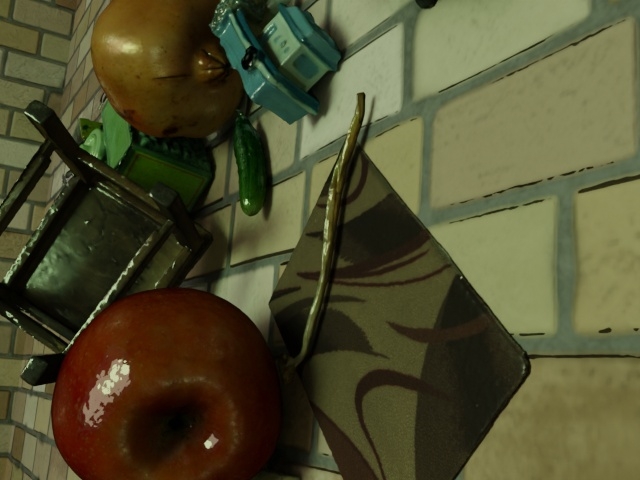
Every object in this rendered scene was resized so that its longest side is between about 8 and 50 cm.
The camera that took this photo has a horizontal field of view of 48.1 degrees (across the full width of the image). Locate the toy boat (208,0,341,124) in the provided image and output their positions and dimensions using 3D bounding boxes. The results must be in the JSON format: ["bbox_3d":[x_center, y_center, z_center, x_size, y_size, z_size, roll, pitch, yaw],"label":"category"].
[{"bbox_3d":[-0.052,-0.233,0.791,0.098,0.109,0.238,-43,44,18],"label":"toy boat"}]

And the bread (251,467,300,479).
[{"bbox_3d":[-0.067,0.262,0.718,0.154,0.028,0.068,-15,66,57],"label":"bread"}]

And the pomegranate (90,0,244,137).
[{"bbox_3d":[-0.189,-0.235,0.931,0.209,0.209,0.209,-28,57,55],"label":"pomegranate"}]

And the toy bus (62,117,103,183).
[{"bbox_3d":[-0.359,-0.064,1.245,0.113,0.139,0.301,-47,50,45],"label":"toy bus"}]

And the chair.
[{"bbox_3d":[-0.274,0.031,0.915,0.240,0.203,0.416,-58,-6,-6],"label":"chair"}]

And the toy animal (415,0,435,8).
[{"bbox_3d":[0.049,-0.242,0.571,0.269,0.137,0.082,15,97,53],"label":"toy animal"}]

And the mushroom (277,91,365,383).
[{"bbox_3d":[0.006,0.002,0.674,0.026,0.028,0.286,-14,-59,-75],"label":"mushroom"}]

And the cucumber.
[{"bbox_3d":[-0.082,-0.096,0.856,0.037,0.037,0.155,-45,45,45],"label":"cucumber"}]

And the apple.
[{"bbox_3d":[-0.145,0.154,0.696,0.201,0.218,0.218,-147,70,-73],"label":"apple"}]

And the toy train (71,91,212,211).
[{"bbox_3d":[-0.267,-0.116,1.078,0.188,0.159,0.271,-55,36,23],"label":"toy train"}]

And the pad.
[{"bbox_3d":[0.037,0.073,0.618,0.220,0.004,0.330,-65,32,25],"label":"pad"}]
